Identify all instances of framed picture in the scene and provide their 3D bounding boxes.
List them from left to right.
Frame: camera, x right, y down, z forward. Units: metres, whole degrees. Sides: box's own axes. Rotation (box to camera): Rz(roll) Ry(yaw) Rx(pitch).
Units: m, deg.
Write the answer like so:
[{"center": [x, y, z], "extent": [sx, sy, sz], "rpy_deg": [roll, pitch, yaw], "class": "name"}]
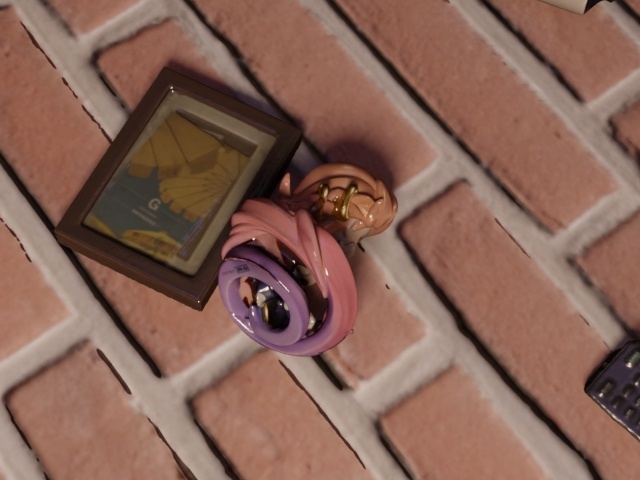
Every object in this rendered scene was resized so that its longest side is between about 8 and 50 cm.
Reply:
[{"center": [-0.108, -0.043, 0.946], "extent": [0.128, 0.023, 0.168], "rpy_deg": [25, 66, 9], "class": "framed picture"}]

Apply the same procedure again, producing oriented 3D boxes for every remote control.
[{"center": [0.295, 0.169, 0.862], "extent": [0.063, 0.025, 0.245], "rpy_deg": [-42, 73, -18], "class": "remote control"}]

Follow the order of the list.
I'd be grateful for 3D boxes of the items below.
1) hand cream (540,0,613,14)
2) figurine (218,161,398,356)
[{"center": [0.167, -0.245, 1.041], "extent": [0.186, 0.054, 0.087], "rpy_deg": [25, 73, 12], "class": "hand cream"}, {"center": [-0.009, -0.003, 0.884], "extent": [0.114, 0.126, 0.157], "rpy_deg": [35, 65, -20], "class": "figurine"}]
